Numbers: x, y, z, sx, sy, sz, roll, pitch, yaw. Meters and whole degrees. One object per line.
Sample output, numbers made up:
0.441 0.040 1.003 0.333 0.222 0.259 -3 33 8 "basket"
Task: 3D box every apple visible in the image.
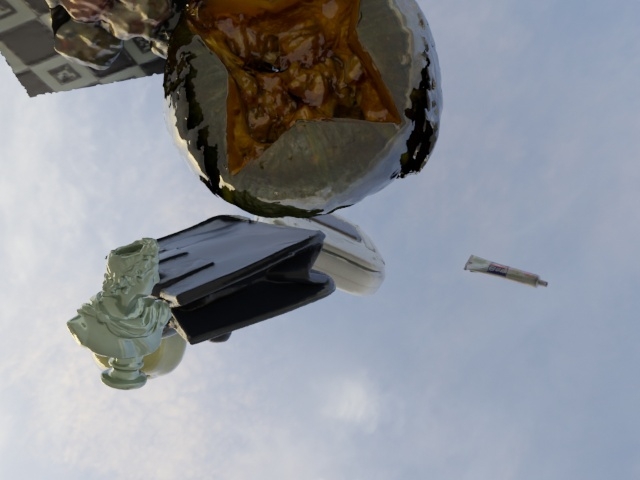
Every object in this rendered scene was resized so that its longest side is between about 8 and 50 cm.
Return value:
-0.474 0.248 1.418 0.263 0.262 0.262 0 -89 16 "apple"

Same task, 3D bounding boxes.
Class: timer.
0.000 0.001 1.045 0.262 0.237 0.087 24 -71 -18 "timer"

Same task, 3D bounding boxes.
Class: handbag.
-0.166 0.055 0.766 0.326 0.269 0.118 9 -66 56 "handbag"

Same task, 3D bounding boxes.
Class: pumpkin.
-0.023 -0.178 0.615 0.321 0.192 0.320 0 -90 5 "pumpkin"

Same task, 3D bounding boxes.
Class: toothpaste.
0.385 0.067 1.121 0.170 0.028 0.045 18 -119 34 "toothpaste"

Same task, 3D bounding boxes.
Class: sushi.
-0.245 -0.280 0.627 0.321 0.339 0.068 -12 -114 -9 "sushi"

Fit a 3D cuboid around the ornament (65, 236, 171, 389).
-0.127 0.048 0.353 0.041 0.068 0.092 14 -55 38 "ornament"
